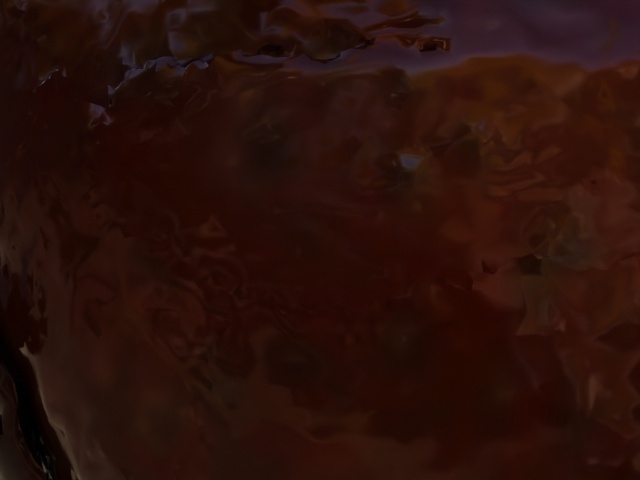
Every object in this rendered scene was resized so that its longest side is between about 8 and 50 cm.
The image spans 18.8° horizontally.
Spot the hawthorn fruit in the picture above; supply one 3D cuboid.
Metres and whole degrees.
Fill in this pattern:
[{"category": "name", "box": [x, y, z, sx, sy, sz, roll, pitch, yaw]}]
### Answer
[{"category": "hawthorn fruit", "box": [0.000, 0.000, 0.476, 0.308, 0.276, 0.276, -7, -7, -21]}]
